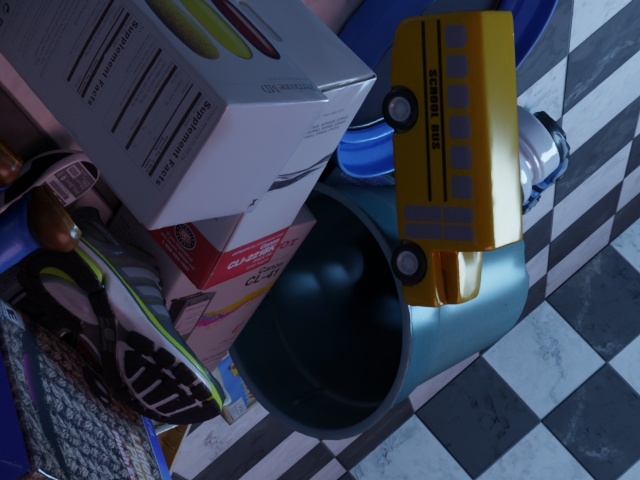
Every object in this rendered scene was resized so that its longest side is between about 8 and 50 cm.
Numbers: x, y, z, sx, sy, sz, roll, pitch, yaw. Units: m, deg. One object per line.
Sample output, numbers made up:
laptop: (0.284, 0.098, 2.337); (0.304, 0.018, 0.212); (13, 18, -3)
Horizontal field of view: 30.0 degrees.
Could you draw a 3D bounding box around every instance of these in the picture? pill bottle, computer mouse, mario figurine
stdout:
pill bottle: (0.234, -0.086, 1.921); (0.283, 0.161, 0.161); (-38, 160, -12)
computer mouse: (-0.309, -0.037, 1.197); (0.193, 0.042, 0.106); (-34, 155, -5)
mario figurine: (-0.368, 0.058, 1.066); (0.320, 0.198, 0.170); (-43, 168, -3)

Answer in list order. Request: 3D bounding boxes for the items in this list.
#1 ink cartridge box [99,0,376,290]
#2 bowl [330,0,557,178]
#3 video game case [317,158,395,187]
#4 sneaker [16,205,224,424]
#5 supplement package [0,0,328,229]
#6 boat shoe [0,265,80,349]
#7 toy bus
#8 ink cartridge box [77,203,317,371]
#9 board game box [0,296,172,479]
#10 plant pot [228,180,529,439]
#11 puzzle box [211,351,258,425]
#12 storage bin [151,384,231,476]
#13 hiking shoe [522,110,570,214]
ink cartridge box: (-0.095, -0.119, 1.193); (0.114, 0.197, 0.273); (-23, 153, -45)
bowl: (0.149, -0.249, 1.557); (0.391, 0.077, 0.391); (-36, 159, -16)
video game case: (0.000, 0.000, 1.760); (0.274, 0.026, 0.196); (-52, 144, 8)
sneaker: (-0.199, 0.080, 1.312); (0.111, 0.300, 0.121); (-22, -154, 30)
supplement package: (-0.138, -0.145, 0.992); (0.139, 0.244, 0.134); (-13, 146, -54)
boat shoe: (-0.365, 0.174, 1.402); (0.121, 0.119, 0.335); (-26, 154, -38)
toy bus: (0.156, -0.092, 1.375); (0.108, 0.130, 0.333); (-14, 103, -54)
ink cartridge box: (-0.177, 0.054, 1.493); (0.226, 0.131, 0.306); (-16, 149, -50)
board game box: (-0.287, 0.231, 1.239); (0.141, 0.232, 0.291); (-33, 141, 7)
plant pot: (0.093, 0.062, 1.636); (0.334, 0.341, 0.341); (-14, 146, -45)
puzzle box: (-0.081, 0.152, 1.984); (0.272, 0.052, 0.409); (-38, 159, -14)
storage bin: (-0.289, 0.333, 1.811); (0.260, 0.123, 0.262); (-17, 139, -49)
hiking shoe: (0.359, -0.111, 2.171); (0.132, 0.113, 0.304); (-34, 158, -25)
